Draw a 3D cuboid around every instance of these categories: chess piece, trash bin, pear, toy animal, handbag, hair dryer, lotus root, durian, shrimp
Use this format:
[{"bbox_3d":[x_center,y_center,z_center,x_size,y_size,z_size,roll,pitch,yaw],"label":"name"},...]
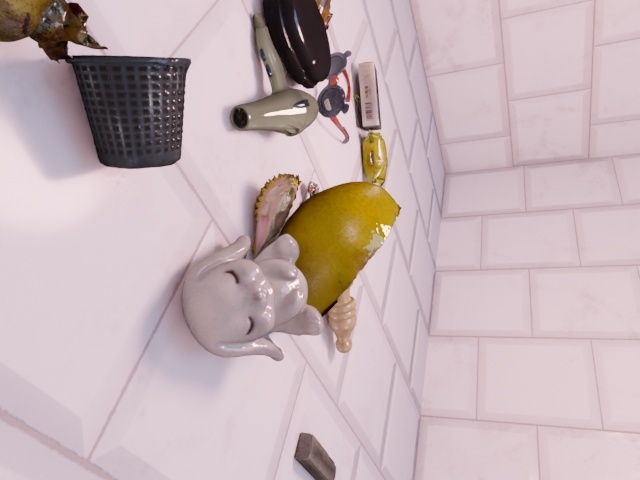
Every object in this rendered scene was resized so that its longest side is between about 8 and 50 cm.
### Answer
[{"bbox_3d":[0.064,0.201,1.542,0.124,0.139,0.306,-11,102,-34],"label":"chess piece"},{"bbox_3d":[-0.274,-0.191,0.747,0.175,0.176,0.160,-38,131,-63],"label":"trash bin"},{"bbox_3d":[0.000,0.000,1.231,0.191,0.340,0.386,41,69,-10],"label":"pear"},{"bbox_3d":[-0.146,0.123,0.974,0.265,0.206,0.271,-16,86,-58],"label":"toy animal"},{"bbox_3d":[-0.055,-0.567,1.370,0.308,0.093,0.253,54,33,-52],"label":"handbag"},{"bbox_3d":[-0.138,-0.363,1.199,0.298,0.119,0.295,57,38,-22],"label":"hair dryer"},{"bbox_3d":[-0.370,-0.301,0.552,0.278,0.154,0.153,34,56,-59],"label":"lotus root"},{"bbox_3d":[-0.124,-0.064,1.187,0.224,0.079,0.140,-63,178,-15],"label":"durian"},{"bbox_3d":[0.020,-0.806,1.645,0.117,0.066,0.261,71,38,-66],"label":"shrimp"}]

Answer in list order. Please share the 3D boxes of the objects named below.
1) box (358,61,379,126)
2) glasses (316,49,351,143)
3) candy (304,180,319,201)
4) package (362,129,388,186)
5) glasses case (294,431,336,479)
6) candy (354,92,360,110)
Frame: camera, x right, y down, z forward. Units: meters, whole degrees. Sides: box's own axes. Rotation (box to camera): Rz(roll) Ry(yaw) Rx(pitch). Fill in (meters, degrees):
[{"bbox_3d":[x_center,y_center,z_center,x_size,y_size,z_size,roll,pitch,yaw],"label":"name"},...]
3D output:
[{"bbox_3d":[0.196,-0.565,1.983,0.155,0.067,0.242,-24,109,-80],"label":"box"},{"bbox_3d":[0.085,-0.470,1.679,0.268,0.118,0.233,32,56,-62],"label":"glasses"},{"bbox_3d":[-0.017,-0.028,1.445,0.086,0.059,0.291,0,86,-66],"label":"candy"},{"bbox_3d":[0.220,-0.330,2.011,0.168,0.090,0.226,-8,97,-70],"label":"package"},{"bbox_3d":[-0.010,0.608,1.387,0.204,0.047,0.070,64,31,-41],"label":"glasses case"},{"bbox_3d":[0.144,-0.531,1.954,0.025,0.023,0.083,-70,159,-58],"label":"candy"}]
